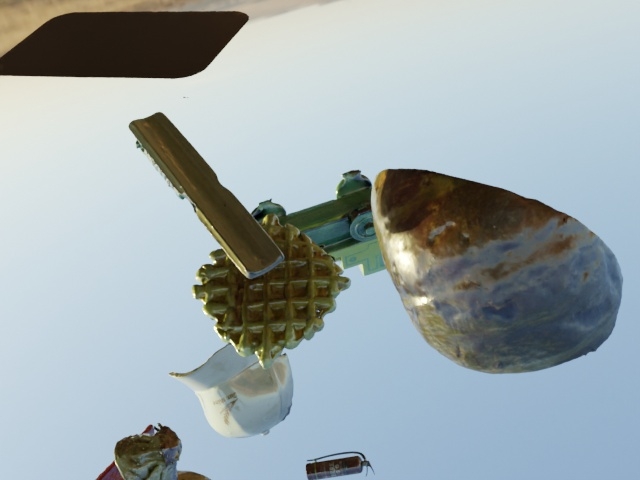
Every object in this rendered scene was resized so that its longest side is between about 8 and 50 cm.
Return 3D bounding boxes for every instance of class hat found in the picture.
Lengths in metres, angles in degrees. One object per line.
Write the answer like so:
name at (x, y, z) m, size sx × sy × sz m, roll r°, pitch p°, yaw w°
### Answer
hat at (-0.216, 0.370, 2.209) m, size 0.257 × 0.301 × 0.168 m, roll -30°, pitch -125°, yaw 18°

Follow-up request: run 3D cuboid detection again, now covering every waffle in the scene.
waffle at (-0.074, 0.067, 1.319) m, size 0.214 × 0.054 × 0.208 m, roll 37°, pitch -108°, yaw 28°

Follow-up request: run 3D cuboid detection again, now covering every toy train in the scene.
toy train at (0.000, 0.000, 1.963) m, size 0.368 × 0.237 × 0.150 m, roll -18°, pitch -129°, yaw -6°

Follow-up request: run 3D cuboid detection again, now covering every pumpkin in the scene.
pumpkin at (0.156, 0.034, 0.988) m, size 0.312 × 0.148 × 0.169 m, roll 19°, pitch -107°, yaw 25°

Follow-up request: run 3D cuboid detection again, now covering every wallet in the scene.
wallet at (-0.332, 0.394, 1.501) m, size 0.020 × 0.103 × 0.196 m, roll 19°, pitch -149°, yaw 20°

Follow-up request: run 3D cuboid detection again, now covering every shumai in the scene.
shumai at (-0.252, 0.336, 1.425) m, size 0.087 × 0.123 × 0.099 m, roll -34°, pitch -126°, yaw 14°

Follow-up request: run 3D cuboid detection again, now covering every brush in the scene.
brush at (-0.144, -0.055, 1.113) m, size 0.054 × 0.048 × 0.282 m, roll -28°, pitch -121°, yaw -24°

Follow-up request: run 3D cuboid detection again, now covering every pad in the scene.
pad at (-0.300, -0.308, 1.474) m, size 0.375 × 0.063 × 0.315 m, roll 5°, pitch -141°, yaw 19°

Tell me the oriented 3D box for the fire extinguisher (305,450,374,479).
fire extinguisher at (0.045, 0.533, 2.156) m, size 0.158 × 0.064 × 0.043 m, roll -12°, pitch 172°, yaw 10°

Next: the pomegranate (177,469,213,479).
pomegranate at (-0.289, 0.565, 1.700) m, size 0.281 × 0.281 × 0.281 m, roll -15°, pitch -165°, yaw 4°
